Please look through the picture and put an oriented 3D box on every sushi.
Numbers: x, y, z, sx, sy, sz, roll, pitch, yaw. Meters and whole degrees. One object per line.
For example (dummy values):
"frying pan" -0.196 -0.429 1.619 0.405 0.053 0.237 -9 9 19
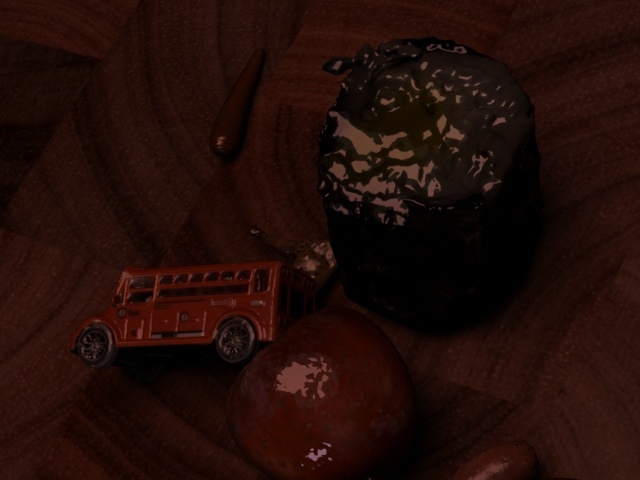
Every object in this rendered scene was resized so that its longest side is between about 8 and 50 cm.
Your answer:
"sushi" 0.141 -0.077 2.096 0.281 0.294 0.300 3 58 15

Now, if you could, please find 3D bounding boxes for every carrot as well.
"carrot" -0.123 -0.214 2.497 0.048 0.048 0.216 0 54 27

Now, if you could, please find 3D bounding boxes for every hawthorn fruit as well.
"hawthorn fruit" 0.019 0.201 2.032 0.262 0.235 0.231 18 33 4

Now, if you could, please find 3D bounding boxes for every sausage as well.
"sausage" 0.138 0.362 1.958 0.327 0.079 0.087 -49 39 -11

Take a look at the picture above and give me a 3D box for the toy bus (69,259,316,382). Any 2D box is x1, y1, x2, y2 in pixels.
"toy bus" -0.173 0.109 2.217 0.329 0.143 0.153 -5 74 27

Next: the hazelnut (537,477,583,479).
"hazelnut" 0.270 0.344 1.837 0.210 0.186 0.210 -29 40 27

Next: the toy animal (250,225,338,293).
"toy animal" 0.002 0.007 2.278 0.275 0.054 0.149 -25 46 12
